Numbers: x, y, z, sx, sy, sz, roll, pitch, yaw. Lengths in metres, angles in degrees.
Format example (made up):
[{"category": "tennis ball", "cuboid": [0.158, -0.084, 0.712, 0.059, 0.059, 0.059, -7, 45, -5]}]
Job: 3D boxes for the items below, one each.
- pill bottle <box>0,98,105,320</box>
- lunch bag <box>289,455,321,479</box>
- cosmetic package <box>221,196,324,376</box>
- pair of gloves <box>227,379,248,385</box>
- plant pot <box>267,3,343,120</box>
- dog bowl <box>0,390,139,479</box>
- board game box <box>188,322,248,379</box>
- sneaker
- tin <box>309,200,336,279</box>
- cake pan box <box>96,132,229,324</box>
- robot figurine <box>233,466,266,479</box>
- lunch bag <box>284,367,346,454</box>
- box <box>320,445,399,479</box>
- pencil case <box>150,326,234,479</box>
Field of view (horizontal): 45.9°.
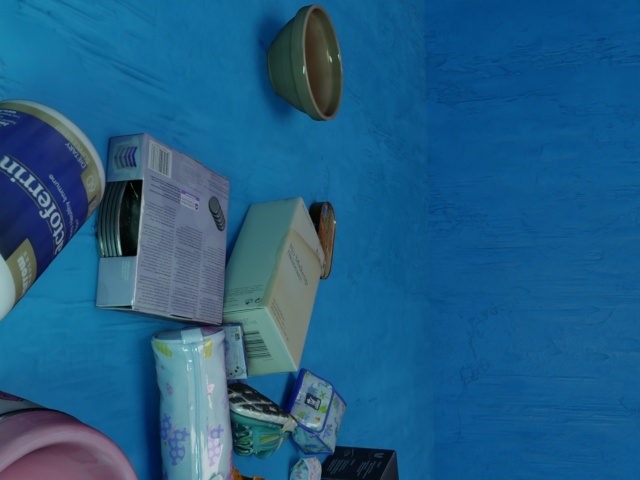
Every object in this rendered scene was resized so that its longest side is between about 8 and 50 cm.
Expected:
[{"category": "pill bottle", "cuboid": [-0.330, -0.009, 0.715, 0.265, 0.153, 0.153, -67, 148, -48]}, {"category": "lunch bag", "cuboid": [-0.033, 0.501, 1.604, 0.071, 0.053, 0.083, 24, 75, -65]}, {"category": "cosmetic package", "cuboid": [-0.087, 0.077, 1.368, 0.309, 0.113, 0.160, -75, 150, -49]}, {"category": "pair of gloves", "cuboid": [-0.148, 0.192, 1.368, 0.198, 0.023, 0.159, -62, 144, -52]}, {"category": "plant pot", "cuboid": [-0.040, -0.367, 1.593, 0.237, 0.109, 0.237, -3, 90, -70]}, {"category": "dog bowl", "cuboid": [-0.316, 0.344, 0.722, 0.408, 0.150, 0.408, -3, 90, -70]}, {"category": "board game box", "cuboid": [-0.167, 0.181, 1.222, 0.020, 0.090, 0.090, -74, 158, -78]}, {"category": "sneaker", "cuboid": [-0.113, 0.327, 1.319, 0.110, 0.107, 0.275, -54, 154, -12]}, {"category": "tin", "cuboid": [0.000, 0.000, 1.769, 0.106, 0.040, 0.190, 45, 47, -56]}, {"category": "cake pan box", "cuboid": [-0.225, -0.005, 1.121, 0.267, 0.070, 0.246, 26, 61, -67]}, {"category": "robot figurine", "cuboid": [-0.154, 0.526, 1.230, 0.211, 0.085, 0.291, 51, 40, -58]}, {"category": "lunch bag", "cuboid": [-0.019, 0.365, 1.610, 0.151, 0.096, 0.129, 54, 39, -33]}, {"category": "box", "cuboid": [0.087, 0.561, 1.768, 0.156, 0.158, 0.093, -34, 119, -66]}, {"category": "pencil case", "cuboid": [-0.188, 0.262, 1.121, 0.124, 0.113, 0.273, -125, -149, -89]}]
